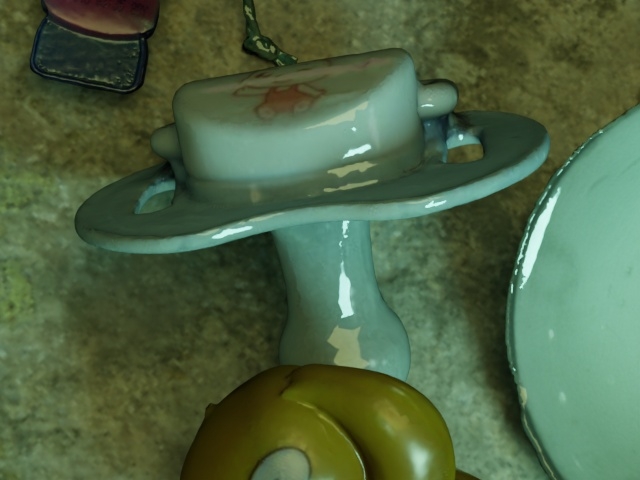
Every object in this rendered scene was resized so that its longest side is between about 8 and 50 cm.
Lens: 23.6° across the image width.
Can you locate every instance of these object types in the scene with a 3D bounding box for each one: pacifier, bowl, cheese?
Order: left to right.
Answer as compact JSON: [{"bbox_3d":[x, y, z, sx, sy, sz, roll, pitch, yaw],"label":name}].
[{"bbox_3d":[-0.137,-0.211,1.030,0.155,0.062,0.244,10,69,-8],"label":"cheese"},{"bbox_3d":[0.000,0.000,0.939,0.287,0.238,0.226,-7,104,3],"label":"pacifier"},{"bbox_3d":[0.283,0.054,0.956,0.313,0.146,0.313,2,94,25],"label":"bowl"}]

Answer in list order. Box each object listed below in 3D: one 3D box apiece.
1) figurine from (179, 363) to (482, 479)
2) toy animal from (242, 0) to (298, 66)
[{"bbox_3d":[0.030,0.183,0.868,0.228,0.215,0.215,24,65,-27],"label":"figurine"},{"bbox_3d":[-0.015,-0.247,1.069,0.079,0.070,0.253,16,70,13],"label":"toy animal"}]
